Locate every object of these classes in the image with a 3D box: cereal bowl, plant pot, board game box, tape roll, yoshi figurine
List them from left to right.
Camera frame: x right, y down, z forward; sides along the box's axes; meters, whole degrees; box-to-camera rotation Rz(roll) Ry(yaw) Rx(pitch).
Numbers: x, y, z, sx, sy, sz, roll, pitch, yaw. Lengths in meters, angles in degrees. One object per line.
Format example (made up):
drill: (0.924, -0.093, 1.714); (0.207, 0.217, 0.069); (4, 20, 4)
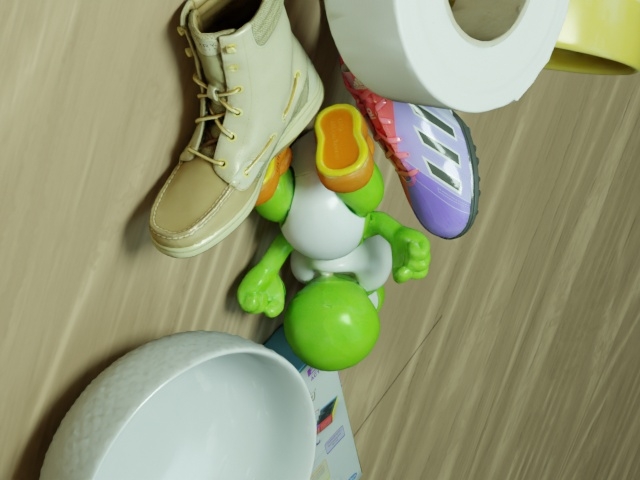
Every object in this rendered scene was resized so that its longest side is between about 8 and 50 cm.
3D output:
cereal bowl: (-0.170, 0.245, 1.833); (0.339, 0.141, 0.339); (-25, 127, -38)
board game box: (-0.061, 0.276, 2.138); (0.242, 0.064, 0.316); (-46, 147, -26)
yoshi figurine: (0.007, 0.022, 1.918); (0.203, 0.203, 0.362); (-42, 149, -14)
tape roll: (0.134, -0.271, 1.732); (0.286, 0.100, 0.286); (-14, 109, -45)
plant pot: (0.261, -0.327, 1.980); (0.254, 0.254, 0.239); (10, 90, -60)

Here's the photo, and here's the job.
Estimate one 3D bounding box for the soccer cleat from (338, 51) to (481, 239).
soccer cleat: (0.079, -0.147, 1.849); (0.116, 0.108, 0.318); (-18, 93, -44)

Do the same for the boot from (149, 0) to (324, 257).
boot: (-0.102, -0.129, 1.694); (0.262, 0.095, 0.203); (-52, 150, -21)
